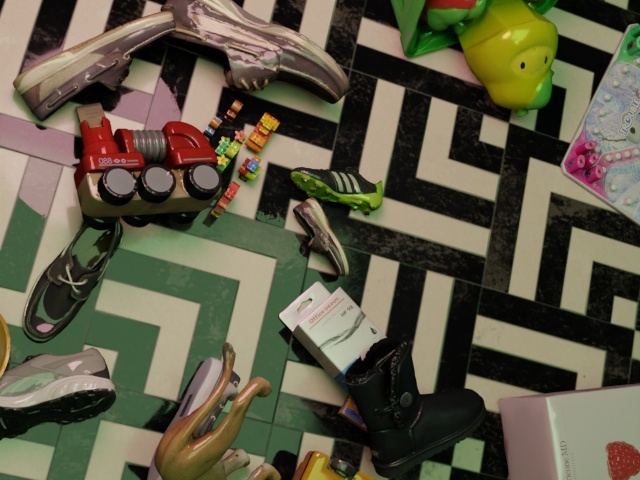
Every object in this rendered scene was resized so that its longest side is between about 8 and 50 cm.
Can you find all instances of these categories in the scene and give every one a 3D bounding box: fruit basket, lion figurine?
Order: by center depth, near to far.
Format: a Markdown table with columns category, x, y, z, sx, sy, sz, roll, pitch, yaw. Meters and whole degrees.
| category | x | y | z | sx | sy | sz | roll | pitch | yaw |
| --- | --- | --- | --- | --- | --- | --- | --- | --- | --- |
| lion figurine | -0.180 | 0.354 | 1.419 | 0.240 | 0.142 | 0.392 | -37 | 133 | -34 |
| fruit basket | 0.336 | -0.433 | 1.772 | 0.392 | 0.283 | 0.391 | 5 | 61 | -8 |

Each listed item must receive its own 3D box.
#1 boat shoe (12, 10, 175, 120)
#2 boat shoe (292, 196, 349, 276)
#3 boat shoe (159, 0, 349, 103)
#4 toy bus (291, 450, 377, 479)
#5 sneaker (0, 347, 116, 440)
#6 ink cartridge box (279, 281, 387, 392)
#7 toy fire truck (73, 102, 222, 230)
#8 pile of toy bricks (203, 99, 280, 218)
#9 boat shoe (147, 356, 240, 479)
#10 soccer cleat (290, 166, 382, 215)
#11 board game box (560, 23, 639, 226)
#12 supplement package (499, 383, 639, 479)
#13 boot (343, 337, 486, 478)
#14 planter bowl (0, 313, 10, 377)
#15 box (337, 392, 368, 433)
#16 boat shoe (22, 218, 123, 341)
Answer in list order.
| category | x | y | z | sx | sy | sz | roll | pitch | yaw |
| --- | --- | --- | --- | --- | --- | --- | --- | --- | --- |
| boat shoe | -0.362 | -0.290 | 1.583 | 0.285 | 0.103 | 0.092 | -27 | 104 | -7 |
| boat shoe | 0.000 | 0.000 | 1.671 | 0.049 | 0.056 | 0.152 | -25 | 77 | -16 |
| boat shoe | -0.124 | -0.318 | 1.670 | 0.356 | 0.132 | 0.130 | 28 | 83 | -1 |
| toy bus | 0.100 | 0.459 | 1.561 | 0.333 | 0.130 | 0.108 | 29 | 72 | -10 |
| sneaker | -0.455 | 0.231 | 1.464 | 0.272 | 0.100 | 0.108 | -9 | 51 | -13 |
| ink cartridge box | 0.027 | 0.156 | 1.626 | 0.104 | 0.060 | 0.180 | -41 | 84 | -21 |
| toy fire truck | -0.299 | -0.147 | 1.539 | 0.217 | 0.158 | 0.246 | -6 | 69 | -32 |
| pile of toy bricks | -0.150 | -0.153 | 1.624 | 0.118 | 0.105 | 0.212 | 34 | 71 | -8 |
| boat shoe | -0.197 | 0.302 | 1.534 | 0.076 | 0.080 | 0.228 | 33 | 66 | -20 |
| soccer cleat | 0.030 | -0.103 | 1.702 | 0.179 | 0.060 | 0.072 | 19 | 64 | -20 |
| board game box | 0.724 | -0.198 | 1.942 | 0.390 | 0.050 | 0.389 | 33 | 71 | -9 |
| supplement package | 0.492 | 0.349 | 1.685 | 0.293 | 0.175 | 0.177 | -4 | 81 | -18 |
| boot | 0.162 | 0.250 | 1.587 | 0.247 | 0.094 | 0.207 | -26 | 114 | -27 |
| planter bowl | -0.572 | 0.149 | 1.388 | 0.217 | 0.090 | 0.217 | 0 | 58 | 0 |
| box | 0.107 | 0.300 | 1.653 | 0.136 | 0.028 | 0.081 | 33 | 70 | -6 |
| boat shoe | -0.395 | 0.053 | 1.519 | 0.084 | 0.079 | 0.233 | 35 | 72 | -10 |
